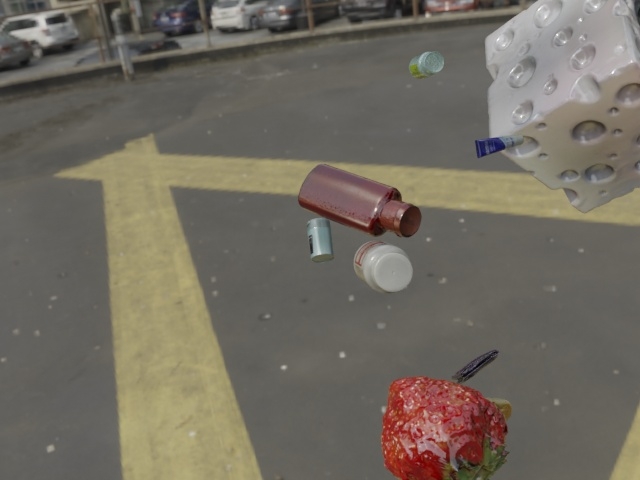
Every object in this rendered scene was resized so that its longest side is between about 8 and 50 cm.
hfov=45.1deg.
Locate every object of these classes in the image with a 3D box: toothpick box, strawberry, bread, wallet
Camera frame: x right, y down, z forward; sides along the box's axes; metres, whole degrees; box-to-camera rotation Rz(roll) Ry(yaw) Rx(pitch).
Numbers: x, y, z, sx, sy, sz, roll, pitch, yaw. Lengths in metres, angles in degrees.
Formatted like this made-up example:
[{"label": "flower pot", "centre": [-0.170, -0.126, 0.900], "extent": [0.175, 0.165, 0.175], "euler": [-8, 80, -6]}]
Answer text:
[{"label": "toothpick box", "centre": [0.000, 0.000, 1.630], "extent": [0.052, 0.052, 0.083], "euler": [-7, 66, 0]}, {"label": "strawberry", "centre": [0.230, 0.381, 1.530], "extent": [0.257, 0.257, 0.277], "euler": [-21, 43, -27]}, {"label": "bread", "centre": [0.381, 0.408, 1.833], "extent": [0.053, 0.073, 0.214], "euler": [-11, -17, 43]}, {"label": "wallet", "centre": [0.372, 0.302, 1.857], "extent": [0.111, 0.030, 0.166], "euler": [-36, -13, -6]}]

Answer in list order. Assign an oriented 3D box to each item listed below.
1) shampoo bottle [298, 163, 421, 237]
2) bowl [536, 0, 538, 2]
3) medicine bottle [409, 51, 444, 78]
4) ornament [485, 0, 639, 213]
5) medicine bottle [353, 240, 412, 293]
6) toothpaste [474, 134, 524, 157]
[{"label": "shampoo bottle", "centre": [0.073, -0.070, 1.440], "extent": [0.260, 0.064, 0.102], "euler": [23, 78, 44]}, {"label": "bowl", "centre": [0.656, -0.472, 1.812], "extent": [0.337, 0.337, 0.157], "euler": [-15, 45, -16]}, {"label": "medicine bottle", "centre": [0.207, -0.342, 1.501], "extent": [0.047, 0.047, 0.083], "euler": [-13, 9, -11]}, {"label": "ornament", "centre": [0.420, -0.230, 1.170], "extent": [0.239, 0.240, 0.239], "euler": [-30, 42, 42]}, {"label": "medicine bottle", "centre": [0.104, 0.044, 1.258], "extent": [0.079, 0.079, 0.140], "euler": [-10, 6, -6]}, {"label": "toothpaste", "centre": [0.236, -0.127, 1.024], "extent": [0.083, 0.024, 0.015], "euler": [-14, 9, -31]}]
